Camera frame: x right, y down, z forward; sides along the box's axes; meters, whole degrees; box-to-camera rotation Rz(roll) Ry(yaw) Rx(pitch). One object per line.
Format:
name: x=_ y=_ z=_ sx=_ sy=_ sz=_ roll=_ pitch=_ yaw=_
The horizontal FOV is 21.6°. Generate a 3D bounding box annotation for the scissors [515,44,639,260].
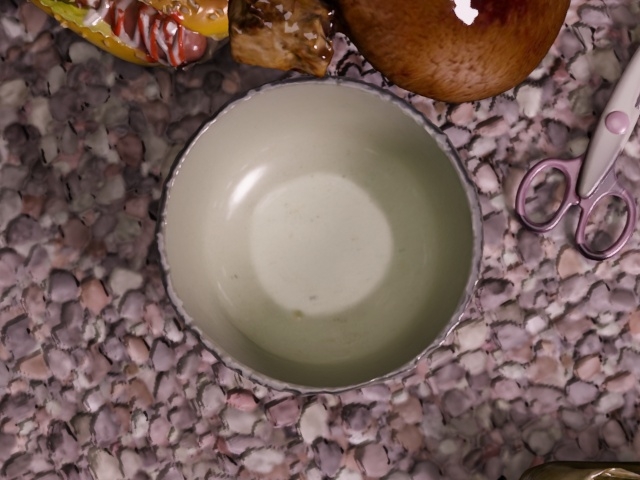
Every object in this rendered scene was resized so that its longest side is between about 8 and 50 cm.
scissors: x=0.204 y=-0.076 z=1.170 sx=0.085 sy=0.022 sz=0.176 roll=25 pitch=88 yaw=5

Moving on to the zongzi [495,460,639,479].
zongzi: x=0.240 y=0.158 z=1.111 sx=0.205 sy=0.094 sz=0.204 roll=33 pitch=82 yaw=5

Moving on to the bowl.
bowl: x=0.000 y=0.000 z=1.122 sx=0.212 sy=0.112 sz=0.211 roll=0 pitch=85 yaw=1

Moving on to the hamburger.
hamburger: x=-0.125 y=-0.214 z=1.145 sx=0.210 sy=0.116 sz=0.173 roll=37 pitch=85 yaw=1

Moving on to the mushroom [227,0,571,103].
mushroom: x=0.044 y=-0.222 z=1.075 sx=0.297 sy=0.163 sz=0.278 roll=44 pitch=54 yaw=-10
